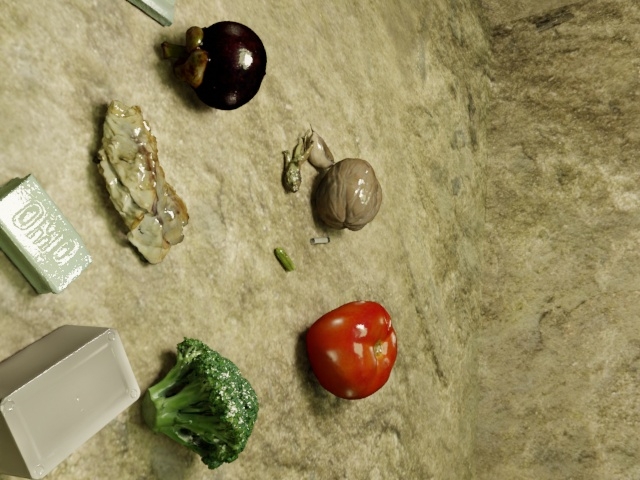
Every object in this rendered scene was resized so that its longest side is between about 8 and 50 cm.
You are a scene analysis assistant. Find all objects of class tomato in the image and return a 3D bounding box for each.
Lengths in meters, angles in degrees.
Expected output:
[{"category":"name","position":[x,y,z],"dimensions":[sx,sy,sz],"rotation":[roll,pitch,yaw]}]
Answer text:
[{"category":"tomato","position":[0.083,0.312,1.778],"dimensions":[0.298,0.226,0.299],"rotation":[-7,98,-58]}]

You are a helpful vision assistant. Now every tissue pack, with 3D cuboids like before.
[{"category":"tissue pack","position":[-0.462,0.270,1.067],"dimensions":[0.246,0.136,0.160],"rotation":[-38,119,-54]}]

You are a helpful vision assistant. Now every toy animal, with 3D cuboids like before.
[{"category":"toy animal","position":[-0.066,-0.242,1.785],"dimensions":[0.086,0.069,0.220],"rotation":[67,38,-59]}]

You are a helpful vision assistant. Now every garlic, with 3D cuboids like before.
[{"category":"garlic","position":[-0.009,-0.271,1.878],"dimensions":[0.152,0.066,0.084],"rotation":[48,21,-45]}]

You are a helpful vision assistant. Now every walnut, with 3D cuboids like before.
[{"category":"walnut","position":[0.087,-0.141,1.879],"dimensions":[0.224,0.224,0.224],"rotation":[11,76,-54]}]

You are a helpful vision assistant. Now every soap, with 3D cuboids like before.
[{"category":"soap","position":[-0.512,-0.008,1.111],"dimensions":[0.198,0.063,0.114],"rotation":[62,39,-29]}]

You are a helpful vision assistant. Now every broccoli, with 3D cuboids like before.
[{"category":"broccoli","position":[-0.251,0.354,1.323],"dimensions":[0.241,0.261,0.269],"rotation":[0,126,-33]}]

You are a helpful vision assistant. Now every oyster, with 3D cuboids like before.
[{"category":"oyster","position":[-0.367,-0.125,1.304],"dimensions":[0.201,0.107,0.355],"rotation":[-51,126,-50]}]

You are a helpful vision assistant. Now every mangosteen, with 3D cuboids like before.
[{"category":"mangosteen","position":[-0.251,-0.420,1.447],"dimensions":[0.250,0.211,0.211],"rotation":[13,72,-23]}]

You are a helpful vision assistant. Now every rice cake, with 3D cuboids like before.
[{"category":"rice cake","position":[-0.409,-0.563,1.357],"dimensions":[0.221,0.042,0.080],"rotation":[22,69,-51]}]

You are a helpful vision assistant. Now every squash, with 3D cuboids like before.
[{"category":"squash","position":[-0.101,0.051,1.724],"dimensions":[0.083,0.027,0.027],"rotation":[56,44,-34]}]

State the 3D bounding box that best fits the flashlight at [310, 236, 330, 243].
[{"category":"flashlight","position":[0.000,0.000,1.882],"dimensions":[0.083,0.018,0.018],"rotation":[-3,86,-55]}]
